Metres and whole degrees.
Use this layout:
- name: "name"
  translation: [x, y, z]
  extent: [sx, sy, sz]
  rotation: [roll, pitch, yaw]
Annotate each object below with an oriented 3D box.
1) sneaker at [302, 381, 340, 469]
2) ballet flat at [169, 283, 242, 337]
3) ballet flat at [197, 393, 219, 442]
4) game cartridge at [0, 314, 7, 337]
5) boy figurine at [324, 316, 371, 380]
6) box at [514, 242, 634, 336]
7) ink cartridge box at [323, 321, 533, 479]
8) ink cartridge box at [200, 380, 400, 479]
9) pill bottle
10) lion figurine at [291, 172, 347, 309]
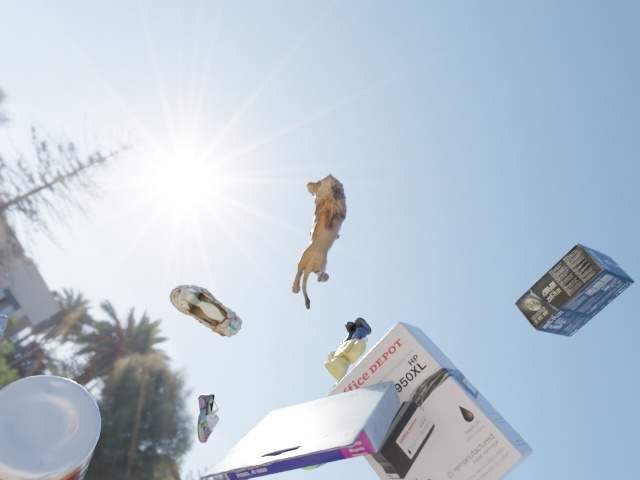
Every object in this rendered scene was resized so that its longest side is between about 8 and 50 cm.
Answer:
- name: "sneaker"
  translation: [0.083, 0.701, 2.252]
  extent: [0.185, 0.483, 0.202]
  rotation: [43, -13, 31]
- name: "ballet flat"
  translation: [-0.299, 0.164, 1.448]
  extent: [0.241, 0.091, 0.077]
  rotation: [23, -19, 25]
- name: "ballet flat"
  translation: [-0.419, 0.654, 2.137]
  extent: [0.221, 0.079, 0.077]
  rotation: [-109, 180, -59]
- name: "game cartridge"
  translation: [-0.693, 0.193, 1.194]
  extent: [0.017, 0.083, 0.056]
  rotation: [29, 3, 23]
- name: "boy figurine"
  translation: [0.088, 0.402, 2.076]
  extent: [0.177, 0.285, 0.092]
  rotation: [-26, -77, 35]
- name: "box"
  translation: [0.517, 0.106, 1.166]
  extent: [0.180, 0.147, 0.077]
  rotation: [-53, -136, 26]
- name: "ink cartridge box"
  translation: [0.239, 0.431, 1.341]
  extent: [0.395, 0.285, 0.166]
  rotation: [48, 9, 30]
- name: "ink cartridge box"
  translation: [-0.023, 0.404, 1.162]
  extent: [0.324, 0.330, 0.071]
  rotation: [-20, -90, 21]
- name: "pill bottle"
  translation: [-0.620, 0.483, 1.227]
  extent: [0.224, 0.224, 0.392]
  rotation: [44, -50, 15]
- name: "lion figurine"
  translation: [0.000, 0.000, 1.808]
  extent: [0.142, 0.392, 0.240]
  rotation: [9, -28, -1]
